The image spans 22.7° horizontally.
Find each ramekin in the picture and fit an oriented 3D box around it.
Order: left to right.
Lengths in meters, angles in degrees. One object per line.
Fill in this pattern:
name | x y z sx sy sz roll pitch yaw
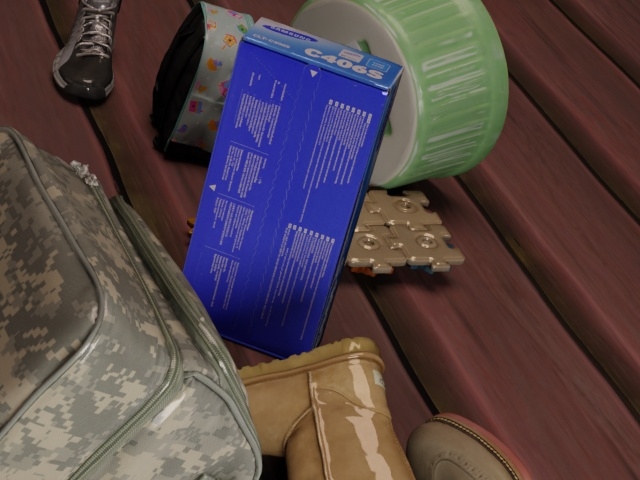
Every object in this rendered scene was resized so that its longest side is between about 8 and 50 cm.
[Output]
ramekin | 0.087 -0.212 2.108 0.148 0.303 0.303 -22 47 -38

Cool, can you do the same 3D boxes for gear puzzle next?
gear puzzle | 0.000 0.000 1.962 0.339 0.044 0.175 -1 35 -22

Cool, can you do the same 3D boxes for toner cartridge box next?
toner cartridge box | -0.039 -0.047 1.706 0.165 0.348 0.075 20 29 5

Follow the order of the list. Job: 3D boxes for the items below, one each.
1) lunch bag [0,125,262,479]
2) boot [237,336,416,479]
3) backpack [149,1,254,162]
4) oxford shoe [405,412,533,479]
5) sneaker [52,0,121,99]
lunch bag | -0.195 0.087 1.288 0.256 0.212 0.305 38 10 -44
boot | -0.020 0.238 1.469 0.236 0.089 0.269 -24 52 15
backpack | -0.138 -0.212 2.096 0.144 0.188 0.166 8 30 -13
oxford shoe | 0.137 0.285 1.466 0.130 0.123 0.348 -3 34 -21
sneaker | -0.316 -0.294 2.202 0.086 0.132 0.229 9 30 -12
